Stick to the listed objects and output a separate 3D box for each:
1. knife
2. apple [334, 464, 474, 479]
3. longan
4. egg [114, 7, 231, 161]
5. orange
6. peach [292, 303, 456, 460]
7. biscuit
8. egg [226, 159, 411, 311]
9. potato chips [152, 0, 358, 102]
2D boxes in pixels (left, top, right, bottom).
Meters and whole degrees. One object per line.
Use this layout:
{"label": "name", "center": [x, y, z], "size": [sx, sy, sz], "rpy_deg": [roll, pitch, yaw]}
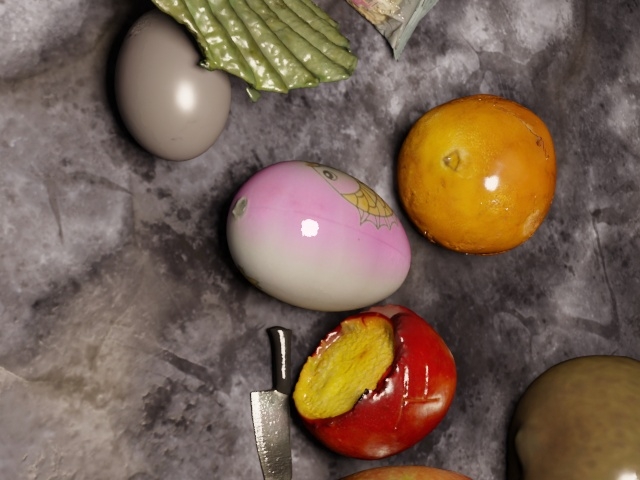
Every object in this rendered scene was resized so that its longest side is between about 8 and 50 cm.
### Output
{"label": "knife", "center": [-0.064, 0.229, 1.450], "size": [0.060, 0.028, 0.230], "rpy_deg": [1, 82, -23]}
{"label": "apple", "center": [0.095, 0.420, 1.343], "size": [0.319, 0.319, 0.277], "rpy_deg": [9, 55, -33]}
{"label": "longan", "center": [0.423, 0.345, 1.575], "size": [0.361, 0.361, 0.360], "rpy_deg": [9, 75, -33]}
{"label": "egg", "center": [-0.188, -0.199, 1.379], "size": [0.147, 0.146, 0.198], "rpy_deg": [1, 80, -35]}
{"label": "orange", "center": [0.230, -0.096, 1.597], "size": [0.240, 0.240, 0.239], "rpy_deg": [9, 75, -33]}
{"label": "peach", "center": [0.069, 0.189, 1.450], "size": [0.226, 0.196, 0.190], "rpy_deg": [-9, 51, -38]}
{"label": "biscuit", "center": [0.059, -0.443, 1.652], "size": [0.309, 0.079, 0.186], "rpy_deg": [41, 62, -19]}
{"label": "egg", "center": [0.000, 0.000, 1.444], "size": [0.271, 0.196, 0.196], "rpy_deg": [28, 63, -47]}
{"label": "potato chips", "center": [-0.105, -0.351, 1.411], "size": [0.389, 0.097, 0.373], "rpy_deg": [45, 30, -25]}
